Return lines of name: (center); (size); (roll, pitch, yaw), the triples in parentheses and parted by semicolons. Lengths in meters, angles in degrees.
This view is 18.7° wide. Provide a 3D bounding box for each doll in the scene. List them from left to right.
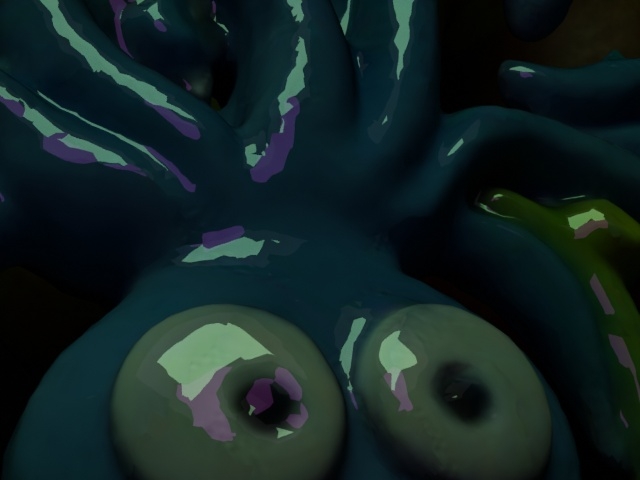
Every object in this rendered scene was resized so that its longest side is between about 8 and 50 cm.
doll: (0.000, 0.000, 0.519); (0.346, 0.341, 0.099); (2, -28, -23)

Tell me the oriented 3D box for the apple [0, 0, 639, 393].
apple: (-0.018, -0.048, 0.770); (0.301, 0.301, 0.301); (-5, 10, 1)
